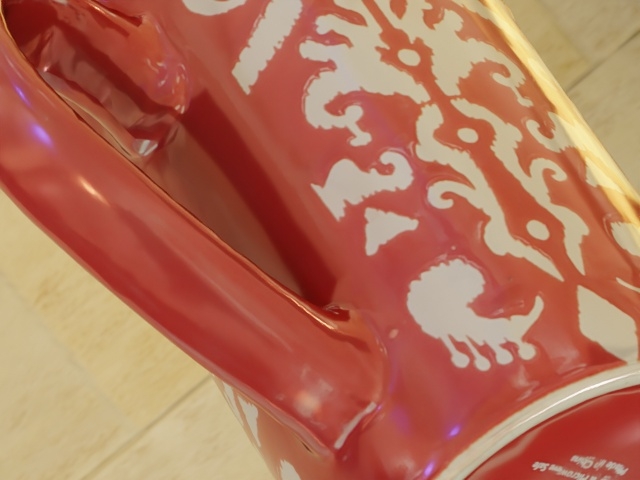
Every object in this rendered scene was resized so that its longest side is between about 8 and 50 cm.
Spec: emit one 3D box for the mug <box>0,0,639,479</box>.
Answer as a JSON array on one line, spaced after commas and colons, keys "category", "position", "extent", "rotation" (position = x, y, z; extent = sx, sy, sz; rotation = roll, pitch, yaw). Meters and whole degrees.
[{"category": "mug", "position": [0.001, 0.007, 0.402], "extent": [0.150, 0.113, 0.169], "rotation": [-12, 45, -21]}]
